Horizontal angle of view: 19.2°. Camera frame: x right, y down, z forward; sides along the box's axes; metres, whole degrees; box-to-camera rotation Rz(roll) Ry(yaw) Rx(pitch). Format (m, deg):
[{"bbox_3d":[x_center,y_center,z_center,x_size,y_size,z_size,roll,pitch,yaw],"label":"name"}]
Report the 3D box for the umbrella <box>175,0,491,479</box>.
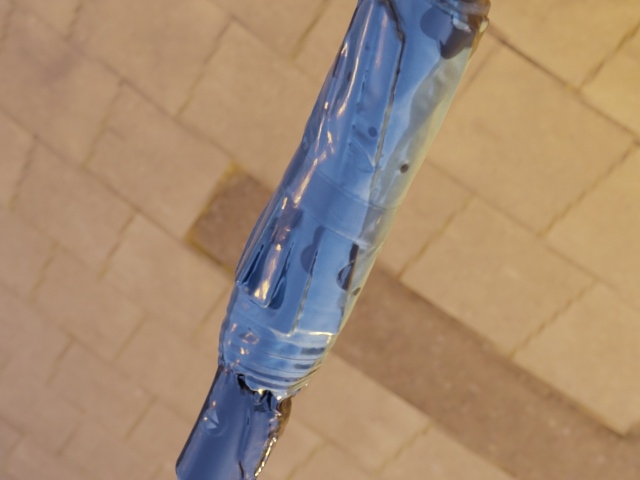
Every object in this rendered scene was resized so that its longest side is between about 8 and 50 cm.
[{"bbox_3d":[-0.002,-0.001,0.771,0.053,0.052,0.250,26,110,-1],"label":"umbrella"}]
